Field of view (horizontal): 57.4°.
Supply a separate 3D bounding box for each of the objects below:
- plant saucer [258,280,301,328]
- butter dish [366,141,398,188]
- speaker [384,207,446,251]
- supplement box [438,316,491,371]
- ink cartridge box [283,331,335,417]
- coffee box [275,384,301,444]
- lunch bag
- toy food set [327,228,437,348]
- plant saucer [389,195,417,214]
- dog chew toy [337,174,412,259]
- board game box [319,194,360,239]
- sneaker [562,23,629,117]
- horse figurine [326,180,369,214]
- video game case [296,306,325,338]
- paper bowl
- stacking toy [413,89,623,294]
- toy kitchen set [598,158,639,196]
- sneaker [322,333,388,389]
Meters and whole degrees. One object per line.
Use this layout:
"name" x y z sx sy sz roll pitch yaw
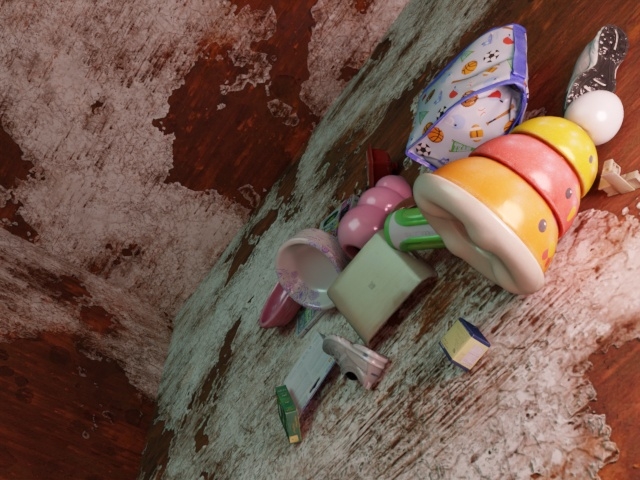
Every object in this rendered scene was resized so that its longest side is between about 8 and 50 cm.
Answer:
"plant saucer" -0.131 0.225 2.390 0.332 0.084 0.332 -53 12 17
"butter dish" 0.240 -0.282 2.255 0.160 0.119 0.159 -91 -3 -54
"speaker" 0.318 -0.037 1.560 0.297 0.131 0.131 -6 53 44
"supplement box" 0.327 0.237 1.333 0.083 0.056 0.083 -54 20 13
"ink cartridge box" -0.024 0.438 1.904 0.223 0.045 0.224 -57 22 6
"coffee box" -0.104 0.550 1.856 0.184 0.041 0.113 -144 46 -72
"lunch bag" 0.462 -0.409 1.717 0.385 0.239 0.327 -48 19 46
"toy food set" 0.176 0.139 1.728 0.306 0.092 0.219 -51 53 16
"plant saucer" 0.268 -0.056 1.802 0.029 0.168 0.168 37 96 39
"dog chew toy" 0.196 -0.083 1.939 0.331 0.207 0.207 -59 18 -24
"board game box" 0.076 0.000 2.248 0.224 0.098 0.303 -41 27 41
"sneaker" 0.663 -0.395 1.434 0.271 0.100 0.108 -60 5 -15
"horse figurine" 0.115 -0.157 2.435 0.263 0.066 0.174 -35 24 44
"video game case" -0.034 0.257 2.238 0.173 0.022 0.190 -50 21 24
"paper bowl" -0.007 0.091 2.049 0.284 0.284 0.148 -40 0 42
"stacking toy" 0.471 -0.154 1.266 0.480 0.350 0.350 -46 19 -2
"toy kitchen set" 0.612 -0.146 1.198 0.083 0.068 0.075 -22 40 59
"sneaker" 0.075 0.349 1.694 0.281 0.105 0.115 3 66 64
